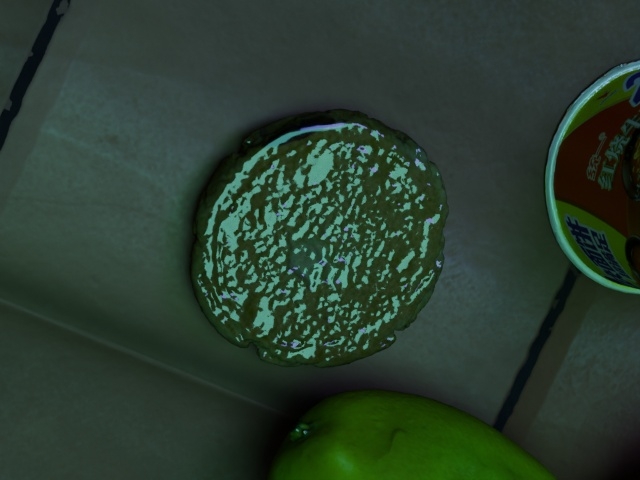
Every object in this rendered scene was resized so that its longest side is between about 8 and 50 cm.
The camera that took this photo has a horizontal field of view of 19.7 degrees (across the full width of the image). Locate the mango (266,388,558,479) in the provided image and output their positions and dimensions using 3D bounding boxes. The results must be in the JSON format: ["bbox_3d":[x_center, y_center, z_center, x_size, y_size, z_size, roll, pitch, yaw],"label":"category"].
[{"bbox_3d":[0.079,0.213,1.495,0.273,0.185,0.149,5,136,-32],"label":"mango"}]

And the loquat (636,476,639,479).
[{"bbox_3d":[0.368,0.284,1.559,0.263,0.263,0.263,-4,102,-17],"label":"loquat"}]

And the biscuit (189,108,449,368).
[{"bbox_3d":[0.000,0.000,1.492,0.226,0.042,0.226,-4,103,-19],"label":"biscuit"}]

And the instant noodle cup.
[{"bbox_3d":[0.313,-0.039,1.512,0.213,0.174,0.213,-3,102,-16],"label":"instant noodle cup"}]
